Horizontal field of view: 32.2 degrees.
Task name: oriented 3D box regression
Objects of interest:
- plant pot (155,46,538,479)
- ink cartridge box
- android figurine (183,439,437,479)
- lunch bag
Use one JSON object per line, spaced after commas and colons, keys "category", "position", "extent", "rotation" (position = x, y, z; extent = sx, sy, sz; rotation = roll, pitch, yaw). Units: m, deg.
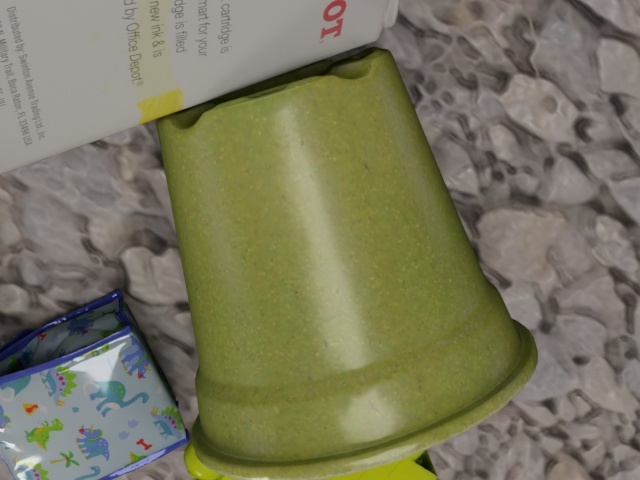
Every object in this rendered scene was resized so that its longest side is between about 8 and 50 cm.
{"category": "plant pot", "position": [0.000, 0.000, 0.833], "extent": [0.276, 0.276, 0.254], "rotation": [-16, 103, -1]}
{"category": "ink cartridge box", "position": [-0.145, -0.197, 0.647], "extent": [0.385, 0.160, 0.279], "rotation": [-21, 155, -17]}
{"category": "android figurine", "position": [-0.010, 0.229, 1.022], "extent": [0.248, 0.056, 0.273], "rotation": [37, 101, -21]}
{"category": "lunch bag", "position": [-0.206, 0.136, 0.930], "extent": [0.151, 0.096, 0.129], "rotation": [-27, 115, -7]}
